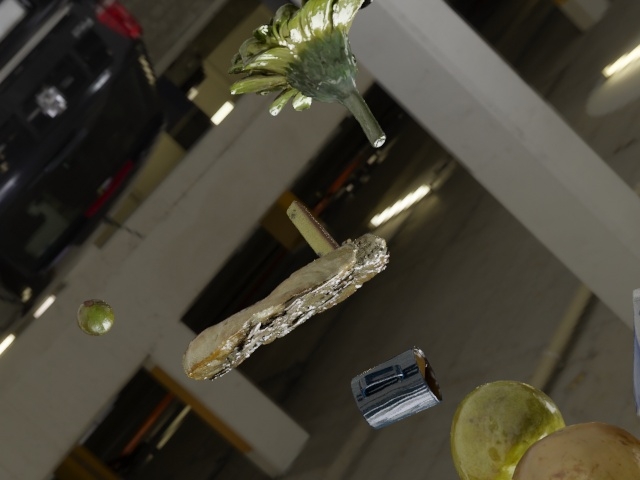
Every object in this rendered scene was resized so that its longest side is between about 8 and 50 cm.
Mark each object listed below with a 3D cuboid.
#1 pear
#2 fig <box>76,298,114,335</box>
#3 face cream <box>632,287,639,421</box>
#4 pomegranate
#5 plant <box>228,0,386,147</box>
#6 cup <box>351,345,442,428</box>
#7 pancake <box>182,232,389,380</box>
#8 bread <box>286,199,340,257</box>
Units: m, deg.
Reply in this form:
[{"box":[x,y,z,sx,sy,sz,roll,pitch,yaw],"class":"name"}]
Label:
[{"box":[0.464,0.492,2.548,0.304,0.304,0.304,-46,-171,9],"class":"pear"},{"box":[-0.447,0.148,2.017,0.074,0.074,0.088,-51,154,-25],"class":"fig"},{"box":[0.810,0.277,2.307,0.235,0.137,0.420,-20,-131,44],"class":"face cream"},{"box":[0.572,0.560,2.141,0.342,0.342,0.342,-46,-171,9],"class":"pomegranate"},{"box":[0.018,-0.318,1.717,0.261,0.297,0.306,-66,161,-9],"class":"plant"},{"box":[0.132,0.265,1.896,0.138,0.150,0.113,-28,-149,13],"class":"cup"},{"box":[-0.046,0.101,1.636,0.382,0.071,0.382,-34,173,-4],"class":"pancake"},{"box":[0.000,0.000,2.405,0.049,0.088,0.226,-43,-129,6],"class":"bread"}]
